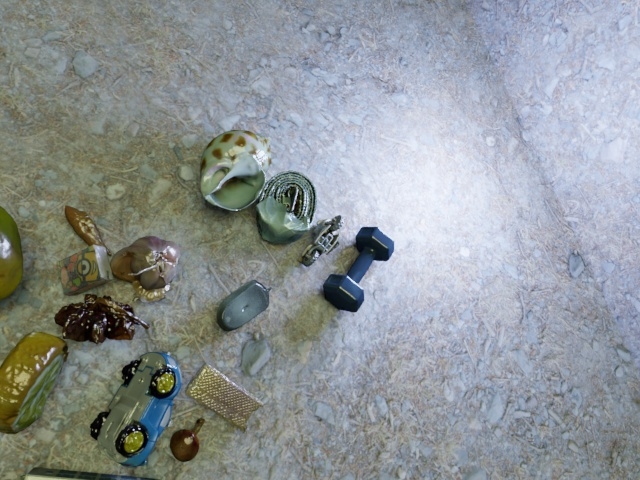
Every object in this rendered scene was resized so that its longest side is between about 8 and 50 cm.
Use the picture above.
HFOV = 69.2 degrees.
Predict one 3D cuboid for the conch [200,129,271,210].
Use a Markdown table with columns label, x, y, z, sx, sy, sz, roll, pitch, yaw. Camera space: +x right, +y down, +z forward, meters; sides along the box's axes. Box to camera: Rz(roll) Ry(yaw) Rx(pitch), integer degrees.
| label | x | y | z | sx | sy | sz | roll | pitch | yaw |
| --- | --- | --- | --- | --- | --- | --- | --- | --- | --- |
| conch | -0.280 | -0.257 | 1.610 | 0.368 | 0.197 | 0.249 | -39 | 102 | -21 |

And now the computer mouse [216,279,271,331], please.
| label | x | y | z | sx | sy | sz | roll | pitch | yaw |
| --- | --- | --- | --- | --- | --- | --- | --- | --- | --- |
| computer mouse | -0.257 | 0.215 | 1.540 | 0.229 | 0.068 | 0.113 | -34 | 106 | -38 |

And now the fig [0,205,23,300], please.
| label | x | y | z | sx | sy | sz | roll | pitch | yaw |
| --- | --- | --- | --- | --- | --- | --- | --- | --- | --- |
| fig | -0.950 | 0.014 | 1.198 | 0.344 | 0.343 | 0.343 | 7 | 71 | -20 |

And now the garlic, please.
| label | x | y | z | sx | sy | sz | roll | pitch | yaw |
| --- | --- | --- | --- | --- | --- | --- | --- | --- | --- |
| garlic | -0.521 | 0.107 | 1.399 | 0.207 | 0.256 | 0.207 | -4 | 114 | -9 |

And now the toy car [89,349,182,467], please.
| label | x | y | z | sx | sy | sz | roll | pitch | yaw |
| --- | --- | --- | --- | --- | --- | --- | --- | --- | --- |
| toy car | -0.492 | 0.469 | 1.307 | 0.166 | 0.198 | 0.314 | 49 | 53 | -39 |

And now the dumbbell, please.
| label | x | y | z | sx | sy | sz | roll | pitch | yaw |
| --- | --- | --- | --- | --- | --- | --- | --- | --- | --- |
| dumbbell | 0.143 | 0.100 | 1.695 | 0.144 | 0.160 | 0.324 | 23 | 60 | 21 |

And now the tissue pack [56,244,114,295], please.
| label | x | y | z | sx | sy | sz | roll | pitch | yaw |
| --- | --- | --- | --- | --- | --- | --- | --- | --- | --- |
| tissue pack | -0.693 | 0.089 | 1.369 | 0.148 | 0.060 | 0.108 | -22 | 78 | 15 |

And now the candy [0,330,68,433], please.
| label | x | y | z | sx | sy | sz | roll | pitch | yaw |
| --- | --- | --- | --- | --- | --- | --- | --- | --- | --- |
| candy | -0.750 | 0.360 | 1.188 | 0.118 | 0.260 | 0.259 | 24 | 66 | -13 |

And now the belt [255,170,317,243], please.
| label | x | y | z | sx | sy | sz | roll | pitch | yaw |
| --- | --- | --- | --- | --- | --- | --- | --- | --- | --- |
| belt | -0.124 | -0.115 | 1.655 | 0.207 | 0.150 | 0.257 | 16 | 67 | -7 |

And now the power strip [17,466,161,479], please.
| label | x | y | z | sx | sy | sz | roll | pitch | yaw |
| --- | --- | --- | --- | --- | --- | --- | --- | --- | --- |
| power strip | -0.605 | 0.650 | 1.236 | 0.368 | 0.106 | 0.043 | 15 | 70 | -17 |

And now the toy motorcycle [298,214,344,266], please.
| label | x | y | z | sx | sy | sz | roll | pitch | yaw |
| --- | --- | --- | --- | --- | --- | --- | --- | --- | --- |
| toy motorcycle | 0.000 | 0.000 | 1.696 | 0.094 | 0.130 | 0.229 | 44 | 75 | -27 |

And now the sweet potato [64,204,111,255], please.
| label | x | y | z | sx | sy | sz | roll | pitch | yaw |
| --- | --- | --- | --- | --- | --- | --- | --- | --- | --- |
| sweet potato | -0.721 | -0.030 | 1.438 | 0.068 | 0.060 | 0.205 | -34 | 99 | 11 |

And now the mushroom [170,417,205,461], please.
| label | x | y | z | sx | sy | sz | roll | pitch | yaw |
| --- | --- | --- | --- | --- | --- | --- | --- | --- | --- |
| mushroom | -0.389 | 0.580 | 1.367 | 0.088 | 0.072 | 0.129 | 18 | 61 | 17 |

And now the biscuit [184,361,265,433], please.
| label | x | y | z | sx | sy | sz | roll | pitch | yaw |
| --- | --- | --- | --- | --- | --- | --- | --- | --- | --- |
| biscuit | -0.291 | 0.479 | 1.414 | 0.239 | 0.062 | 0.108 | 42 | 74 | -18 |

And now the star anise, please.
| label | x | y | z | sx | sy | sz | roll | pitch | yaw |
| --- | --- | --- | --- | --- | --- | --- | --- | --- | --- |
| star anise | -0.636 | 0.216 | 1.335 | 0.220 | 0.190 | 0.125 | -8 | 109 | -49 |
